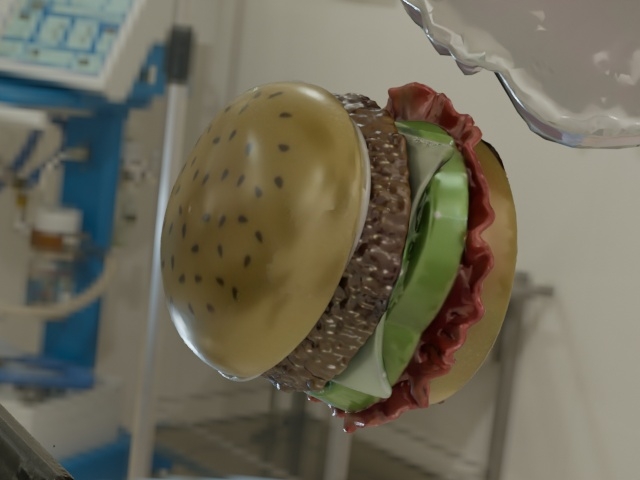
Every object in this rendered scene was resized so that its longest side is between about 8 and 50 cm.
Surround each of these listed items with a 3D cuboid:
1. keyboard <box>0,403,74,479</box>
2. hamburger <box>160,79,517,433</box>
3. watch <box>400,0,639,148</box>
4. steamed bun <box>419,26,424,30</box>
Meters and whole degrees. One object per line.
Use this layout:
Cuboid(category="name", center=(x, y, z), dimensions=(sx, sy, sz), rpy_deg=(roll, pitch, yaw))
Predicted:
Cuboid(category="keyboard", center=(-0.148, 0.097, 0.669), dimensions=(0.041, 0.103, 0.381), rpy_deg=(29, -1, -25))
Cuboid(category="hamburger", center=(-0.001, -0.002, 0.848), dimensions=(0.137, 0.175, 0.175), rpy_deg=(15, 6, -29))
Cuboid(category="watch", center=(0.117, -0.153, 0.433), dimensions=(0.244, 0.196, 0.231), rpy_deg=(-36, -8, -8))
Cuboid(category="steamed bun", center=(0.212, -0.188, 1.031), dimensions=(0.347, 0.237, 0.394), rpy_deg=(-34, 21, -19))
